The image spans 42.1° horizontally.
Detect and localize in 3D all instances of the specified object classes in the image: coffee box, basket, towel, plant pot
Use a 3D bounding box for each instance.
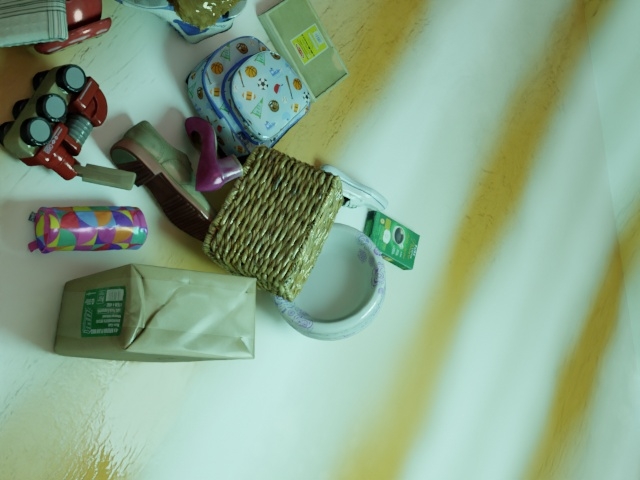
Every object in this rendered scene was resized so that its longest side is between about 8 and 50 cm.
[{"bbox_3d":[0.199,0.002,2.354,0.184,0.040,0.113,27,66,-34],"label":"coffee box"},{"bbox_3d":[-0.103,-0.036,1.937,0.223,0.213,0.299,22,76,11],"label":"basket"},{"bbox_3d":[-0.646,-0.509,1.570,0.056,0.325,0.312,30,54,-83],"label":"towel"},{"bbox_3d":[-0.539,-0.483,1.705,0.191,0.191,0.174,-34,112,-38],"label":"plant pot"}]

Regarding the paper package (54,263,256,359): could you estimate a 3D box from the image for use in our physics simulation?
[{"bbox_3d":[-0.333,0.159,1.691,0.310,0.325,0.168,9,77,-38],"label":"paper package"}]

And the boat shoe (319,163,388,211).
[{"bbox_3d":[0.078,-0.122,2.255,0.226,0.083,0.075,28,76,-20],"label":"boat shoe"}]

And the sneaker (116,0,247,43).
[{"bbox_3d":[-0.336,-0.537,1.928,0.316,0.182,0.127,11,72,-9],"label":"sneaker"}]

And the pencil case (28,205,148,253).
[{"bbox_3d":[-0.484,-0.024,1.741,0.236,0.104,0.104,-2,85,-39],"label":"pencil case"}]

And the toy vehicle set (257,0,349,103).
[{"bbox_3d":[-0.041,-0.520,2.231,0.166,0.035,0.266,-43,111,-36],"label":"toy vehicle set"}]

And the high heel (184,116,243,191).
[{"bbox_3d":[-0.281,-0.197,1.890,0.117,0.082,0.244,-24,55,-23],"label":"high heel"}]

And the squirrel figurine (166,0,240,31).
[{"bbox_3d":[-0.302,-0.637,1.737,0.397,0.281,0.370,47,14,-26],"label":"squirrel figurine"}]

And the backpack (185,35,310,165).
[{"bbox_3d":[-0.177,-0.346,1.989,0.263,0.213,0.276,48,59,-12],"label":"backpack"}]

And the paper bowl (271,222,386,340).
[{"bbox_3d":[0.022,0.108,2.062,0.148,0.284,0.284,73,30,-67],"label":"paper bowl"}]

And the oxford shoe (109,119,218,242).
[{"bbox_3d":[-0.310,-0.128,1.889,0.348,0.123,0.130,49,50,-26],"label":"oxford shoe"}]

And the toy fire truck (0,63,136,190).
[{"bbox_3d":[-0.499,-0.218,1.735,0.246,0.159,0.217,47,55,-39],"label":"toy fire truck"}]
